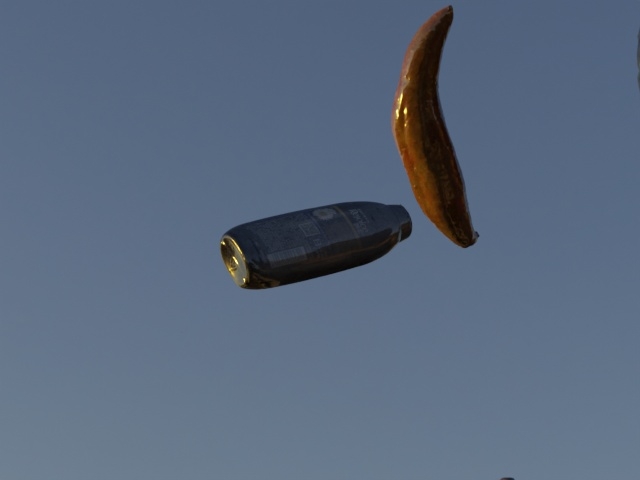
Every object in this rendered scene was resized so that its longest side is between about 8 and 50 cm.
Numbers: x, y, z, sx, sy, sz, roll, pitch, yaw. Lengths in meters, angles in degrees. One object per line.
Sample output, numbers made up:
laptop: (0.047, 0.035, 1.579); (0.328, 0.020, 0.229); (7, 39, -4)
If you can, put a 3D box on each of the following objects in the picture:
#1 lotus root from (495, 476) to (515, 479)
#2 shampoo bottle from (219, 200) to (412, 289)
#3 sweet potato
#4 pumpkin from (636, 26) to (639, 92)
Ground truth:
lotus root: (0.315, 0.457, 2.434); (0.183, 0.310, 0.182); (-11, -53, -15)
shampoo bottle: (0.000, 0.000, 1.870); (0.234, 0.087, 0.049); (-14, -33, -32)
sweet potato: (0.113, -0.109, 1.673); (0.078, 0.255, 0.058); (-9, 13, 0)
pumpkin: (0.441, -0.184, 1.699); (0.216, 0.250, 0.250); (26, -10, 36)
